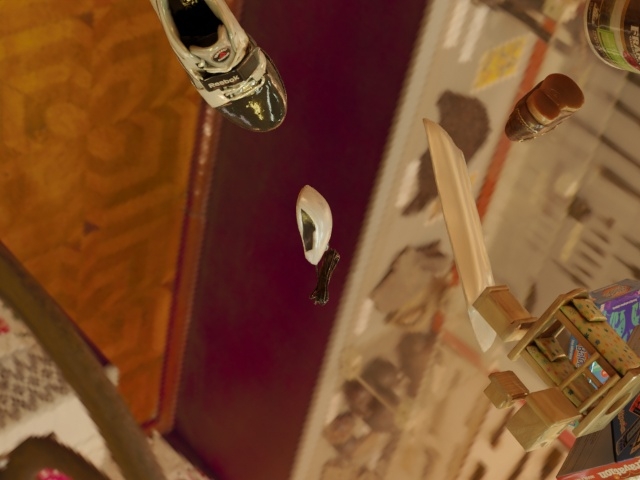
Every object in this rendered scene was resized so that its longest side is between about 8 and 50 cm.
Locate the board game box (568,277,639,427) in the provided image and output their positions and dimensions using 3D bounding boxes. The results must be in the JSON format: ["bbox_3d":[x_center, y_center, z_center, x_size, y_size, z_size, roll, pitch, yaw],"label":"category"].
[{"bbox_3d":[0.451,0.178,1.771,0.160,0.047,0.210,-14,114,-44],"label":"board game box"}]

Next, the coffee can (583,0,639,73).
[{"bbox_3d":[0.594,-0.370,1.897,0.201,0.275,0.202,-3,107,-10],"label":"coffee can"}]

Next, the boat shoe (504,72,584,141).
[{"bbox_3d":[0.342,-0.204,1.728,0.073,0.073,0.207,-45,169,36],"label":"boat shoe"}]

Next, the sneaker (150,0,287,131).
[{"bbox_3d":[-0.152,-0.269,1.627,0.122,0.146,0.330,-32,122,8],"label":"sneaker"}]

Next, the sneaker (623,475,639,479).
[{"bbox_3d":[0.560,0.360,2.170,0.111,0.252,0.103,-17,160,13],"label":"sneaker"}]

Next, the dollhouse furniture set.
[{"bbox_3d":[0.213,0.096,1.102,0.161,0.182,0.101,-2,135,-50],"label":"dollhouse furniture set"}]

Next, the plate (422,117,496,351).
[{"bbox_3d":[0.203,-0.003,1.547,0.045,0.278,0.277,-13,162,8],"label":"plate"}]

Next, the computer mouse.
[{"bbox_3d":[0.000,0.000,1.749,0.106,0.042,0.193,-66,154,-45],"label":"computer mouse"}]

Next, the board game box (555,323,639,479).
[{"bbox_3d":[0.381,0.171,1.290,0.145,0.027,0.281,-32,-168,48],"label":"board game box"}]
